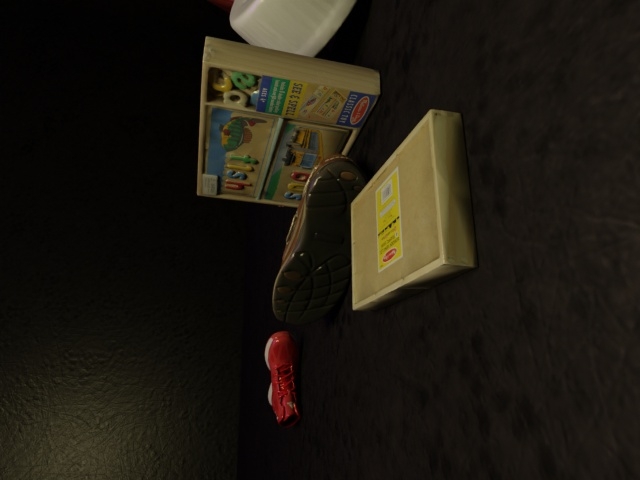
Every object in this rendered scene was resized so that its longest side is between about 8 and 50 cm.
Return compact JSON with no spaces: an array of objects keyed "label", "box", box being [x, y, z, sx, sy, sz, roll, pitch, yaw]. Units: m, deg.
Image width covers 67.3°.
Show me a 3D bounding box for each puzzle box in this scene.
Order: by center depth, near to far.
[{"label":"puzzle box","box":[-0.085,-0.181,0.891,0.409,0.272,0.052,121,151,-63]}]

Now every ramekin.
[{"label":"ramekin","box":[-0.048,-0.465,0.889,0.277,0.135,0.277,-36,39,36]}]

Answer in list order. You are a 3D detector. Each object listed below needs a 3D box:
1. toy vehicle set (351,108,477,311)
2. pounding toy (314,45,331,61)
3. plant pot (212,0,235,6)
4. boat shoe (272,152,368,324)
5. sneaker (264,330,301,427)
[{"label":"toy vehicle set","box":[0.095,-0.016,0.587,0.267,0.035,0.165,131,141,-67]},{"label":"pounding toy","box":[-0.026,-0.381,1.103,0.181,0.094,0.206,96,176,-49]},{"label":"plant pot","box":[-0.166,-0.701,1.245,0.267,0.236,0.267,-22,-58,-68]},{"label":"boat shoe","box":[0.000,0.000,0.833,0.120,0.123,0.324,-98,26,-59]},{"label":"sneaker","box":[-0.071,0.325,1.093,0.128,0.087,0.221,-132,36,-60]}]
